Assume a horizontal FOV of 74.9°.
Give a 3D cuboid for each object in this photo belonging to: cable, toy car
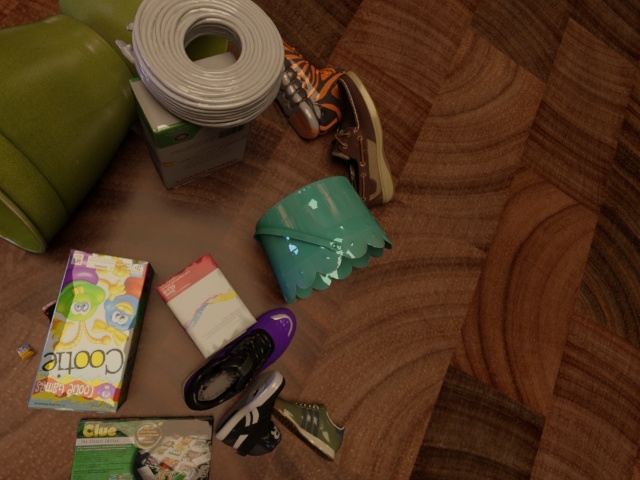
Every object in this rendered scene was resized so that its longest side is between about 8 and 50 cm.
[{"bbox_3d":[-0.189,-0.327,0.729,0.257,0.089,0.257,-34,87,-21],"label":"cable"},{"bbox_3d":[-0.560,0.169,0.824,0.040,0.060,0.122,26,61,23],"label":"toy car"}]

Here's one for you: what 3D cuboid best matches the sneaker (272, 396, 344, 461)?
[{"bbox_3d":[-0.026,0.400,0.943,0.192,0.064,0.086,41,55,0],"label":"sneaker"}]

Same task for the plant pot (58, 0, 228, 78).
[{"bbox_3d":[-0.400,-0.469,0.918,0.293,0.275,0.275,29,71,7],"label":"plant pot"}]

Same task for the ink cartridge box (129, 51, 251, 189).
[{"bbox_3d":[-0.264,-0.239,0.884,0.201,0.278,0.117,-26,84,-20],"label":"ink cartridge box"}]

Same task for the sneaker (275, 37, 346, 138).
[{"bbox_3d":[-0.045,-0.434,1.088,0.180,0.124,0.321,-35,101,-25],"label":"sneaker"}]

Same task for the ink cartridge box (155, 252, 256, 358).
[{"bbox_3d":[-0.241,0.141,0.888,0.127,0.128,0.176,-36,90,-20],"label":"ink cartridge box"}]

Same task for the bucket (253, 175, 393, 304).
[{"bbox_3d":[0.000,0.000,0.924,0.281,0.281,0.183,-25,78,-20],"label":"bucket"}]

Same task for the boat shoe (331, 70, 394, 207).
[{"bbox_3d":[0.086,-0.239,1.050,0.123,0.123,0.342,-20,111,-6],"label":"boat shoe"}]

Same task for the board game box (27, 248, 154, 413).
[{"bbox_3d":[-0.429,0.174,0.815,0.141,0.144,0.276,11,76,-15],"label":"board game box"}]

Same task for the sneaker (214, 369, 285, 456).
[{"bbox_3d":[-0.112,0.366,0.872,0.121,0.079,0.217,38,112,-11],"label":"sneaker"}]

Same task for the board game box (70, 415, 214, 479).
[{"bbox_3d":[-0.354,0.431,0.846,0.259,0.030,0.136,7,79,-16],"label":"board game box"}]

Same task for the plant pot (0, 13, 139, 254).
[{"bbox_3d":[-0.540,-0.227,0.779,0.366,0.366,0.353,37,59,-7],"label":"plant pot"}]

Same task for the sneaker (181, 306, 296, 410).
[{"bbox_3d":[-0.155,0.254,0.882,0.293,0.146,0.102,-39,92,-20],"label":"sneaker"}]
